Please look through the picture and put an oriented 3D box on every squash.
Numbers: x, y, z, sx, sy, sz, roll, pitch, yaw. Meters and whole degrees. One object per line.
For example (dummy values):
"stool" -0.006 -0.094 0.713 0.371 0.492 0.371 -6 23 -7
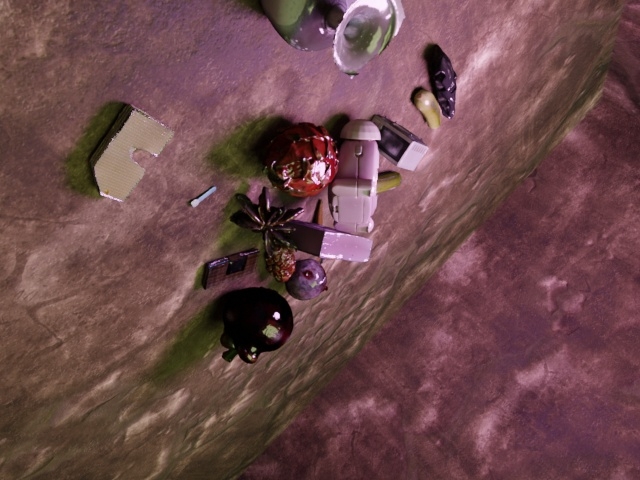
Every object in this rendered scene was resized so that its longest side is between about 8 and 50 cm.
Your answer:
"squash" 0.446 -0.546 2.039 0.083 0.083 0.250 -50 153 7
"squash" 0.240 -0.246 2.134 0.332 0.087 0.087 -14 138 -40

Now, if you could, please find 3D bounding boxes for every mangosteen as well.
"mangosteen" -0.256 0.336 1.979 0.296 0.297 0.313 98 6 -46

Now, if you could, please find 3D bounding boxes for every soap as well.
"soap" 0.000 0.000 1.872 0.285 0.296 0.107 9 97 -48

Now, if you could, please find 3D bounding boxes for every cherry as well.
"cherry" -0.064 0.169 2.156 0.195 0.195 0.195 -32 148 -24

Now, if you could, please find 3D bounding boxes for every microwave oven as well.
"microwave oven" 0.289 -0.381 1.905 0.163 0.205 0.129 -1 128 -53

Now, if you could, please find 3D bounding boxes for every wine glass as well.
"wine glass" 0.010 -0.566 1.205 0.238 0.323 0.238 -34 150 -22

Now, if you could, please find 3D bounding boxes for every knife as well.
"knife" -0.369 -0.141 1.555 0.096 0.010 0.027 -40 149 -15

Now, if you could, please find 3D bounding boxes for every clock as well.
"clock" 0.133 -0.235 1.804 0.342 0.184 0.325 95 6 -60

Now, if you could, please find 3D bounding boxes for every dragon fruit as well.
"dragon fruit" -0.071 -0.257 1.586 0.299 0.244 0.244 -21 143 -47

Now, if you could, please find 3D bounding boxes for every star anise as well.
"star anise" -0.185 -0.066 1.716 0.283 0.129 0.212 35 124 -24

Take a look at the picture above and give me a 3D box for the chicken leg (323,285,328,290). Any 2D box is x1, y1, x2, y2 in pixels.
"chicken leg" -0.026 0.241 2.421 0.089 0.048 0.219 -45 151 4

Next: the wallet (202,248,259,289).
"wallet" -0.336 0.107 1.869 0.230 0.042 0.124 -17 142 -38

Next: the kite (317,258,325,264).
"kite" 0.063 0.040 2.327 0.241 0.014 0.183 -38 151 -16

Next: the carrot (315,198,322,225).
"carrot" -0.011 -0.069 2.072 0.049 0.049 0.254 -24 139 -34

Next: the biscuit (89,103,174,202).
"biscuit" -0.495 -0.218 1.262 0.250 0.046 0.147 -52 151 9

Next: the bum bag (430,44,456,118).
"bum bag" 0.493 -0.625 1.951 0.095 0.144 0.340 -8 156 19

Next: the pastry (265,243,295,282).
"pastry" -0.161 0.082 2.013 0.115 0.097 0.208 -40 150 -31
